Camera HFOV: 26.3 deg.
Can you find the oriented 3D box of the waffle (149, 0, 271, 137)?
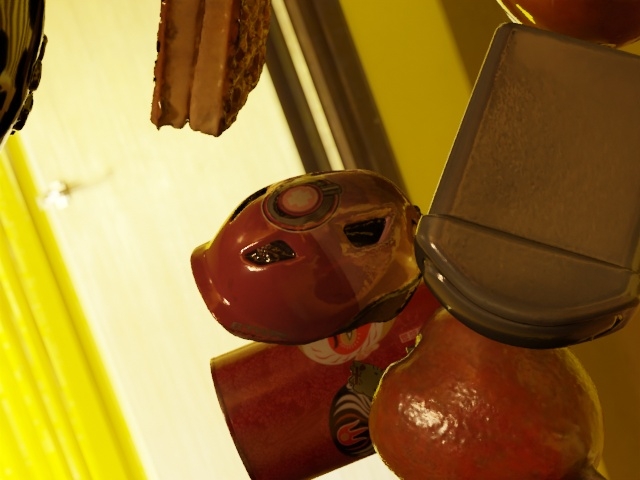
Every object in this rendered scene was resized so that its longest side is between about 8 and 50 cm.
[{"bbox_3d":[-0.099,-0.277,1.393,0.091,0.308,0.213,12,-151,5],"label":"waffle"}]

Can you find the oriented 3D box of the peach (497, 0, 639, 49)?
[{"bbox_3d":[0.371,-0.429,1.884,0.342,0.343,0.301,-21,-171,-8],"label":"peach"}]

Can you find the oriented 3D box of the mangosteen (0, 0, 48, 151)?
[{"bbox_3d":[-0.347,-0.164,0.976,0.296,0.297,0.313,-17,148,31],"label":"mangosteen"}]

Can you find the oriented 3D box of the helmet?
[{"bbox_3d":[0.000,0.000,1.490,0.253,0.198,0.154,1,132,-28],"label":"helmet"}]

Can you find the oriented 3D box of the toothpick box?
[{"bbox_3d":[0.044,0.185,1.802,0.333,0.204,0.204,-21,-175,2],"label":"toothpick box"}]

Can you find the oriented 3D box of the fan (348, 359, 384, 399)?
[{"bbox_3d":[0.071,0.172,1.638,0.056,0.083,0.004,-84,-160,-48],"label":"fan"}]

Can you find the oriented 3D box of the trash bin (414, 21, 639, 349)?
[{"bbox_3d":[0.176,-0.035,1.054,0.176,0.236,0.101,16,164,10],"label":"trash bin"}]

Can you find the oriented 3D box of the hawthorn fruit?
[{"bbox_3d":[0.168,0.170,1.242,0.199,0.199,0.251,-24,-139,-34],"label":"hawthorn fruit"}]
